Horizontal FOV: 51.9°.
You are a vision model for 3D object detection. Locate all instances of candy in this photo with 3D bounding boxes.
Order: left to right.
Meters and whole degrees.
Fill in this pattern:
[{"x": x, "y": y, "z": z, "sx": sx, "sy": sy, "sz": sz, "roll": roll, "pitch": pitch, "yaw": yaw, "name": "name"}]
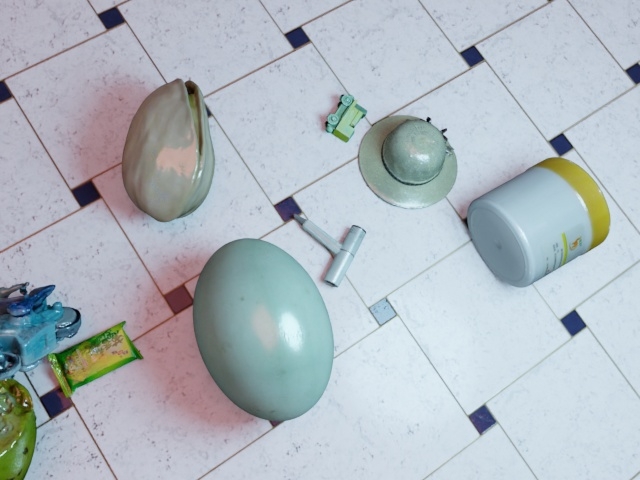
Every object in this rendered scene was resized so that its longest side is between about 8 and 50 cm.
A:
[{"x": -0.485, "y": 0.253, "z": 1.419, "sx": 0.178, "sy": 0.032, "sz": 0.102, "roll": -25, "pitch": 79, "yaw": -14, "name": "candy"}]

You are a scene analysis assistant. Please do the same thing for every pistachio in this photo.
[{"x": -0.334, "y": -0.203, "z": 1.473, "sx": 0.208, "sy": 0.226, "sz": 0.331, "roll": 14, "pitch": 78, "yaw": -41, "name": "pistachio"}]

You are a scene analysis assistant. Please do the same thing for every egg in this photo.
[{"x": -0.119, "y": 0.180, "z": 1.361, "sx": 0.276, "sy": 0.276, "sz": 0.388, "roll": -17, "pitch": 75, "yaw": -12, "name": "egg"}]

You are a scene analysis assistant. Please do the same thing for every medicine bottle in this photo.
[{"x": 0.500, "y": -0.041, "z": 1.527, "sx": 0.232, "sy": 0.238, "sz": 0.238, "roll": -29, "pitch": 80, "yaw": -12, "name": "medicine bottle"}]

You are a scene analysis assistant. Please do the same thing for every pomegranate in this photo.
[{"x": -0.717, "y": 0.401, "z": 1.232, "sx": 0.359, "sy": 0.216, "sz": 0.310, "roll": -20, "pitch": 51, "yaw": -30, "name": "pomegranate"}]

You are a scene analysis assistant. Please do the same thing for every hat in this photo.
[{"x": 0.230, "y": -0.214, "z": 1.595, "sx": 0.257, "sy": 0.130, "sz": 0.257, "roll": 2, "pitch": 74, "yaw": -8, "name": "hat"}]

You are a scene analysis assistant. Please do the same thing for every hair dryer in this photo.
[{"x": -0.005, "y": 0.006, "z": 1.554, "sx": 0.183, "sy": 0.044, "sz": 0.155, "roll": 26, "pitch": 72, "yaw": 5, "name": "hair dryer"}]

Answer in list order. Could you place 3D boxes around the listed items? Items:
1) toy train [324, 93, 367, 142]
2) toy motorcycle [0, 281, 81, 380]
[{"x": 0.062, "y": -0.307, "z": 1.642, "sx": 0.081, "sy": 0.050, "sz": 0.122, "roll": 34, "pitch": 72, "yaw": -2, "name": "toy train"}, {"x": -0.621, "y": 0.183, "z": 1.313, "sx": 0.206, "sy": 0.154, "sz": 0.260, "roll": 17, "pitch": 28, "yaw": 17, "name": "toy motorcycle"}]
